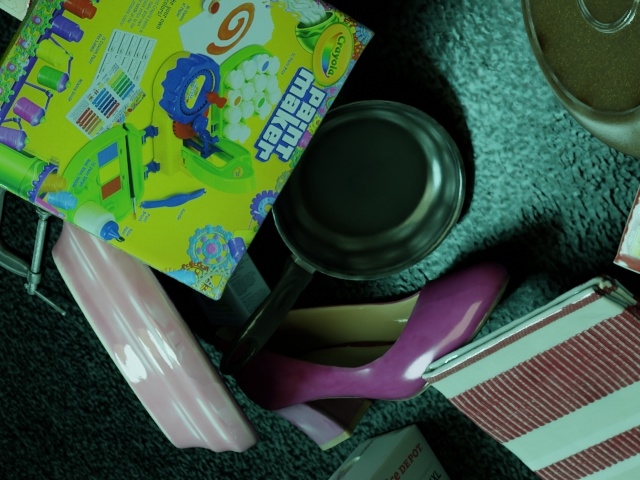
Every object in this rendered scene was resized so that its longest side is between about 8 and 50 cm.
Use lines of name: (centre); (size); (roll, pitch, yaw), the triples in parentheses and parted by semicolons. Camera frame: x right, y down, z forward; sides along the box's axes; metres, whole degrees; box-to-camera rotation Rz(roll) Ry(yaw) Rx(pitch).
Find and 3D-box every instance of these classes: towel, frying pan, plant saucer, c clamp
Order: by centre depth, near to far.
plant saucer: (0.255, -0.219, 1.385); (0.310, 0.050, 0.311); (22, 115, 58)
towel: (0.294, 0.177, 1.627); (0.329, 0.037, 0.237); (40, 131, -21)
frying pan: (0.029, 0.003, 1.682); (0.197, 0.053, 0.326); (11, 115, -15)
plant saucer: (-0.186, 0.095, 1.764); (0.084, 0.332, 0.332); (-32, 100, -6)
c clamp: (-0.350, -0.005, 1.981); (0.137, 0.022, 0.161); (26, 128, 22)

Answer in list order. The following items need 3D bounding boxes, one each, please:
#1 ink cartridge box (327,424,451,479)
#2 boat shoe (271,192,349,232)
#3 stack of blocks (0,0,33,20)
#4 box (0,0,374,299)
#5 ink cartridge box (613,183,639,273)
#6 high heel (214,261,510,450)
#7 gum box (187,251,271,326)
ink cartridge box: (0.096, 0.329, 1.821); (0.086, 0.148, 0.203); (-25, 102, 38)
boat shoe: (-0.090, -0.102, 1.727); (0.305, 0.091, 0.109); (40, 128, 5)
stack of blocks: (-0.283, -0.320, 1.722); (0.297, 0.087, 0.171); (31, 127, 12)
box: (-0.150, -0.148, 1.555); (0.279, 0.177, 0.290); (29, 98, -14)
ink cartridge box: (0.433, -0.080, 1.412); (0.272, 0.130, 0.309); (23, 125, 17)
high heel: (0.033, 0.088, 1.734); (0.181, 0.127, 0.377); (42, 131, -6)
gum box: (-0.129, 0.007, 1.794); (0.184, 0.041, 0.157); (59, 162, -10)
